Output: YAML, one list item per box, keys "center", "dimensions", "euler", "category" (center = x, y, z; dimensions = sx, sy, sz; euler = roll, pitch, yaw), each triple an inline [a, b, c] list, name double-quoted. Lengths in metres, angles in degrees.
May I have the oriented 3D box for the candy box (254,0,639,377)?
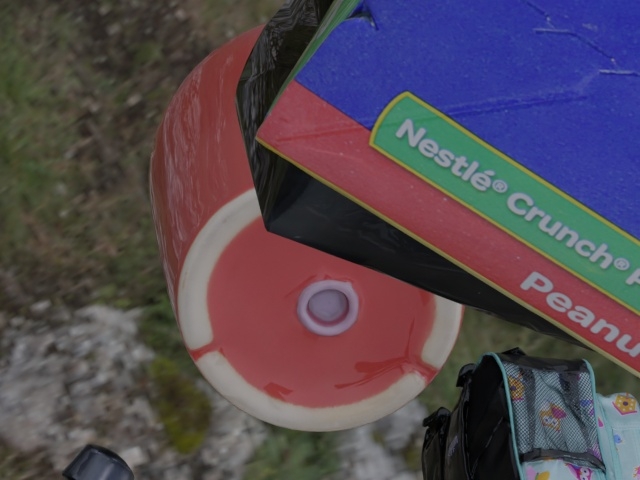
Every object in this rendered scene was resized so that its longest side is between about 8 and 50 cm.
- center: [0.169, -0.080, 0.536]
  dimensions: [0.268, 0.122, 0.317]
  euler: [33, 43, -5]
  category: "candy box"

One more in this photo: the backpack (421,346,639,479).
- center: [0.152, 0.192, 1.335]
  dimensions: [0.144, 0.166, 0.188]
  euler: [12, 53, -15]
  category: "backpack"

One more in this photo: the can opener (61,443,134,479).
- center: [-0.122, 0.192, 1.201]
  dimensions: [0.073, 0.186, 0.059]
  euler: [-46, 59, -10]
  category: "can opener"

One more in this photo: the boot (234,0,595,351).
- center: [0.235, -0.094, 0.785]
  dimensions: [0.445, 0.146, 0.367]
  euler: [24, 103, -18]
  category: "boot"

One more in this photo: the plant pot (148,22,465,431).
- center: [0.000, 0.000, 1.397]
  dimensions: [0.275, 0.275, 0.243]
  euler: [42, 16, -16]
  category: "plant pot"
